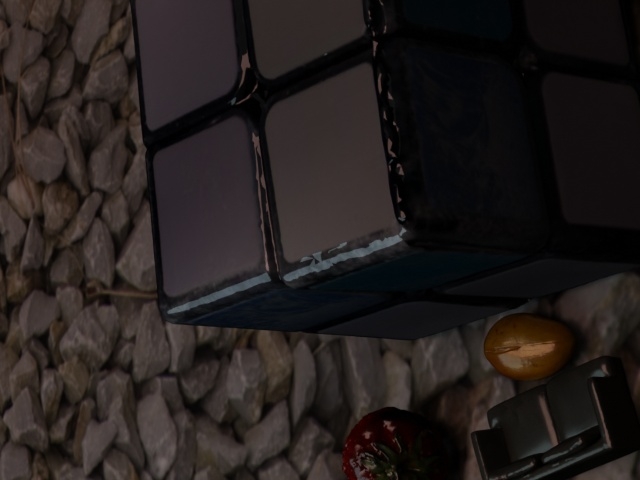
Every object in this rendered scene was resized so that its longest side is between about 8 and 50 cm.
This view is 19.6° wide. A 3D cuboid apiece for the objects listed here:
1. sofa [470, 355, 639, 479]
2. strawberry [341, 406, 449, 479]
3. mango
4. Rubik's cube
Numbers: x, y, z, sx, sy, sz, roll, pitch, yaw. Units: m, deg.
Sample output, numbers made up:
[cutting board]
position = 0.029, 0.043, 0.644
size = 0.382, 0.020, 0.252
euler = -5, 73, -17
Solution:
[sofa]
position = 0.190, 0.157, 1.549
size = 0.147, 0.060, 0.085
euler = -30, 64, 43
[strawberry]
position = 0.064, 0.201, 1.663
size = 0.106, 0.106, 0.106
euler = -6, 82, 48
[mango]
position = 0.180, 0.090, 1.578
size = 0.089, 0.046, 0.060
euler = -11, 77, 43
[Rubik's cube]
position = 0.057, -0.100, 1.531
size = 0.313, 0.318, 0.316
euler = -22, 69, 45
